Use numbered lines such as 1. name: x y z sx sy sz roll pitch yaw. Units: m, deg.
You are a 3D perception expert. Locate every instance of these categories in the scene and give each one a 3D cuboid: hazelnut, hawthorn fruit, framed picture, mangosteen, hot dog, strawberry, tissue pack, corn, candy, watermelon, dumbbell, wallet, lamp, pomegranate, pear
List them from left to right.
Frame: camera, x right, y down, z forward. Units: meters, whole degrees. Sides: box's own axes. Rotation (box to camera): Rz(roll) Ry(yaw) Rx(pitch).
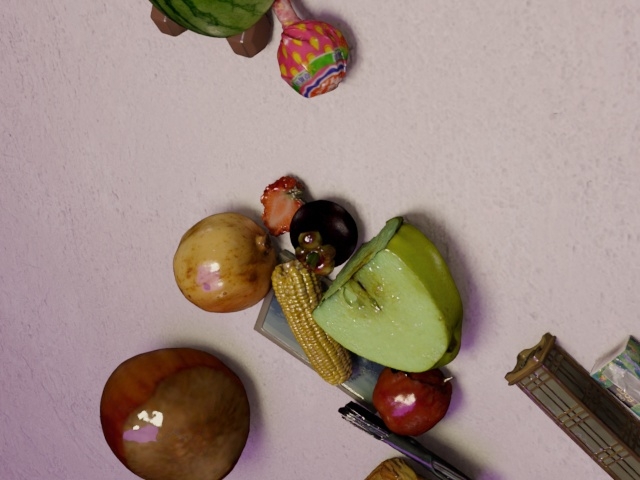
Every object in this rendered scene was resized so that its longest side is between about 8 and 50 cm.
1. hazelnut: -0.337 0.412 1.714 0.365 0.366 0.366 16 123 26
2. watermelon: -0.196 -0.498 1.140 0.330 0.189 0.331 10 108 32
3. dumbbell: -0.200 -0.397 1.306 0.230 0.092 0.082 21 135 23
4. pomegranate: -0.184 0.047 1.473 0.215 0.215 0.215 16 123 26
5. candy: -0.071 -0.410 1.219 0.124 0.124 0.365 -31 84 41
6. strawberry: -0.071 -0.068 1.435 0.104 0.048 0.152 42 140 0
7. corn: -0.010 0.167 1.469 0.101 0.101 0.292 -10 113 38
8. mangosteen: 0.000 0.000 1.351 0.137 0.151 0.137 12 134 12
9. framed picture: 0.021 0.196 1.537 0.335 0.022 0.247 33 130 14
10. hot dog: 0.178 0.568 1.583 0.175 0.114 0.259 42 129 13
11. pear: 0.156 0.110 1.308 0.292 0.159 0.292 19 128 26
12. wallet: 0.179 0.422 1.474 0.318 0.045 0.172 31 172 12
13. hawthorn fruit: 0.187 0.300 1.407 0.172 0.148 0.148 -31 96 34
14. lamp: 0.473 0.312 1.249 0.325 0.089 0.090 45 132 6
15. tissue pack: 0.512 0.229 1.180 0.111 0.079 0.085 42 130 8
